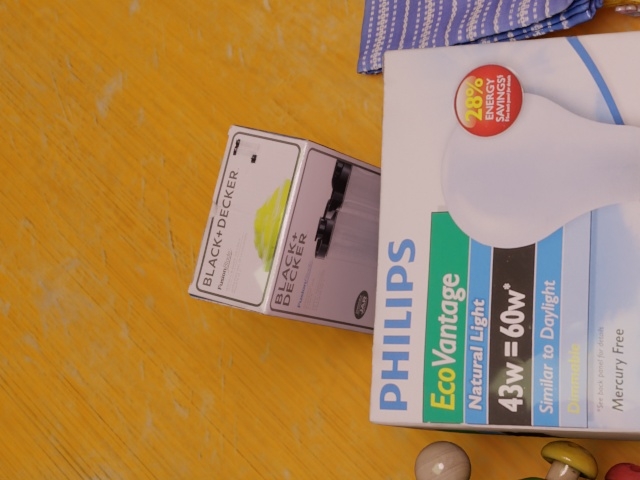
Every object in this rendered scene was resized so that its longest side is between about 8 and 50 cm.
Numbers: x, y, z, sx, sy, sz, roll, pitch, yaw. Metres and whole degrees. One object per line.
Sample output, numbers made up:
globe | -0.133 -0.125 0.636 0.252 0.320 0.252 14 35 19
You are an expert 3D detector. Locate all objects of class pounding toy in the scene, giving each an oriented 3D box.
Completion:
pounding toy | 0.223 0.235 1.552 0.237 0.183 0.110 20 78 33

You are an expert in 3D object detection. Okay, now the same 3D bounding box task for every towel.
towel | 0.151 -0.307 1.677 0.336 0.040 0.243 -10 75 50

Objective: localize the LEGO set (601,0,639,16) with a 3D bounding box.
LEGO set | 0.328 -0.273 1.587 0.287 0.132 0.107 -1 88 29

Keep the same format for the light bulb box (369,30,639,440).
light bulb box | 0.253 0.004 1.534 0.361 0.225 0.358 -2 81 27

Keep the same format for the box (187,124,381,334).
box | 0.000 0.000 1.634 0.087 0.290 0.169 14 88 30
